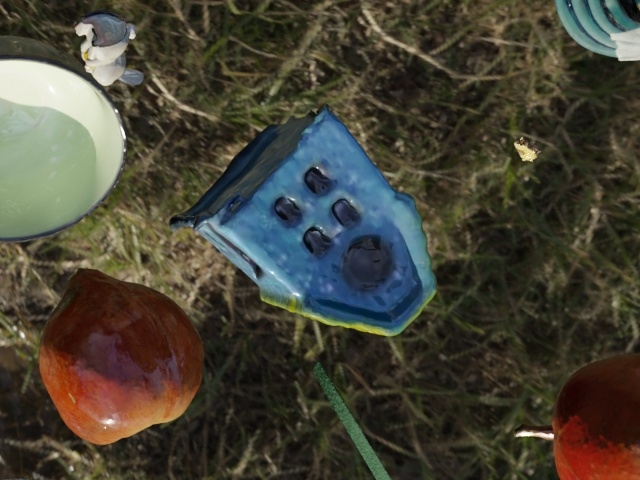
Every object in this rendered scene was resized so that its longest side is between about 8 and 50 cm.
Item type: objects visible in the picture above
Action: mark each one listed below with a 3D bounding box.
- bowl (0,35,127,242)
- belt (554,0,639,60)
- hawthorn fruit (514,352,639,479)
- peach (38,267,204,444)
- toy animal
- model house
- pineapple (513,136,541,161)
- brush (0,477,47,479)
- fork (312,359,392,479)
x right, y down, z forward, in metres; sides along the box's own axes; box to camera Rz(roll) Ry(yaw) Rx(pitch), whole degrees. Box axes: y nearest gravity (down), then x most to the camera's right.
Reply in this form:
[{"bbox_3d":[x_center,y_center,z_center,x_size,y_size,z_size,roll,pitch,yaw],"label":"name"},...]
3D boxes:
[{"bbox_3d":[-0.503,-0.187,1.533,0.354,0.185,0.354,-13,133,-14],"label":"bowl"},{"bbox_3d":[0.410,-0.409,1.134,0.300,0.173,0.436,-12,153,6],"label":"belt"},{"bbox_3d":[0.302,0.202,0.940,0.196,0.225,0.196,-8,100,-59],"label":"hawthorn fruit"},{"bbox_3d":[-0.296,0.155,1.374,0.232,0.232,0.256,-15,85,-22],"label":"peach"},{"bbox_3d":[-0.297,-0.259,1.320,0.085,0.071,0.124,-38,164,-29],"label":"toy animal"},{"bbox_3d":[0.000,0.000,1.198,0.303,0.237,0.215,42,79,-15],"label":"model house"},{"bbox_3d":[0.432,-0.188,1.977,0.083,0.045,0.019,45,61,-52],"label":"pineapple"},{"bbox_3d":[-0.119,0.110,0.340,0.020,0.085,0.336,-57,161,-7],"label":"brush"},{"bbox_3d":[0.052,0.147,0.503,0.021,0.235,0.039,8,124,-35],"label":"fork"}]
